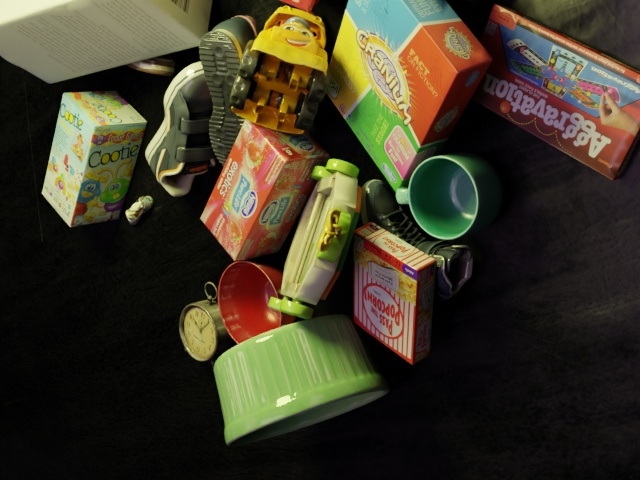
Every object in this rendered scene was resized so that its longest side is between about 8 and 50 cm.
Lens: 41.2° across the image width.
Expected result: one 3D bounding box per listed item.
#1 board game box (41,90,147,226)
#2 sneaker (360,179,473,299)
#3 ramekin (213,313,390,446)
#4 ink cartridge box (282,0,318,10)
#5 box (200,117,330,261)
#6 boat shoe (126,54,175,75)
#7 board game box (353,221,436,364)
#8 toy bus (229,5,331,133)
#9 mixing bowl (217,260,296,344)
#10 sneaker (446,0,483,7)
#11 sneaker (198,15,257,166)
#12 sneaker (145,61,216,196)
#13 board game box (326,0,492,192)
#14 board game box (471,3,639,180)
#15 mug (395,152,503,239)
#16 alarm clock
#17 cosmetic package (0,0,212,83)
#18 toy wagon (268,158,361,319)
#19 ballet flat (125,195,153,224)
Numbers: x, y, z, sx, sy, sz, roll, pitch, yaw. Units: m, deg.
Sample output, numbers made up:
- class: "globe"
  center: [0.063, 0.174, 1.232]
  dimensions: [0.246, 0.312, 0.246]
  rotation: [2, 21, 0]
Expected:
- class: "board game box"
  center: [-0.527, -0.190, 1.973]
  dimensions: [0.144, 0.142, 0.275]
  rotation: [44, 127, 28]
- class: "sneaker"
  center: [0.159, -0.005, 1.385]
  dimensions: [0.163, 0.086, 0.226]
  rotation: [-15, 99, 55]
- class: "ramekin"
  center: [-0.042, 0.245, 1.507]
  dimensions: [0.303, 0.303, 0.148]
  rotation: [-34, 68, 43]
- class: "ink cartridge box"
  center: [-0.054, -0.550, 1.397]
  dimensions: [0.197, 0.114, 0.273]
  rotation: [22, 121, -1]
- class: "box"
  center: [-0.108, -0.099, 1.604]
  dimensions: [0.128, 0.122, 0.257]
  rotation: [49, 128, 25]
- class: "boat shoe"
  center: [-0.399, -0.432, 1.832]
  dimensions: [0.257, 0.095, 0.095]
  rotation: [31, 114, 35]
- class: "board game box"
  center: [0.118, 0.086, 1.384]
  dimensions: [0.146, 0.045, 0.194]
  rotation: [33, 137, 40]
- class: "toy bus"
  center: [-0.050, -0.318, 1.447]
  dimensions: [0.220, 0.149, 0.212]
  rotation: [124, 163, -67]
- class: "mixing bowl"
  center: [-0.107, 0.121, 1.672]
  dimensions: [0.181, 0.098, 0.182]
  rotation: [11, 107, 43]
- class: "sneaker"
  center: [0.136, -0.403, 1.315]
  dimensions: [0.293, 0.102, 0.146]
  rotation: [9, 107, 42]
- class: "sneaker"
  center: [-0.145, -0.275, 1.628]
  dimensions: [0.112, 0.131, 0.319]
  rotation: [18, 135, 19]
- class: "sneaker"
  center: [-0.257, -0.216, 1.723]
  dimensions: [0.127, 0.126, 0.321]
  rotation: [61, 144, 21]
- class: "board game box"
  center: [0.118, -0.255, 1.307]
  dimensions: [0.242, 0.064, 0.316]
  rotation: [57, 156, 19]
- class: "board game box"
  center: [0.337, -0.217, 1.218]
  dimensions: [0.281, 0.027, 0.145]
  rotation: [38, 125, 32]
- class: "mug"
  center: [0.207, -0.079, 1.324]
  dimensions: [0.157, 0.097, 0.130]
  rotation: [42, 126, 30]
- class: "alarm clock"
  center: [-0.243, 0.177, 1.840]
  dimensions: [0.129, 0.064, 0.192]
  rotation: [28, 120, 37]
- class: "cosmetic package"
  center: [-0.460, -0.468, 1.699]
  dimensions: [0.453, 0.230, 0.162]
  rotation: [-5, 69, 31]
- class: "toy wagon"
  center: [0.000, 0.000, 1.422]
  dimensions: [0.344, 0.068, 0.267]
  rotation: [175, 114, -77]
- class: "ballet flat"
  center: [-0.432, -0.070, 1.981]
  dimensions: [0.114, 0.041, 0.041]
  rotation: [-37, 73, 42]
